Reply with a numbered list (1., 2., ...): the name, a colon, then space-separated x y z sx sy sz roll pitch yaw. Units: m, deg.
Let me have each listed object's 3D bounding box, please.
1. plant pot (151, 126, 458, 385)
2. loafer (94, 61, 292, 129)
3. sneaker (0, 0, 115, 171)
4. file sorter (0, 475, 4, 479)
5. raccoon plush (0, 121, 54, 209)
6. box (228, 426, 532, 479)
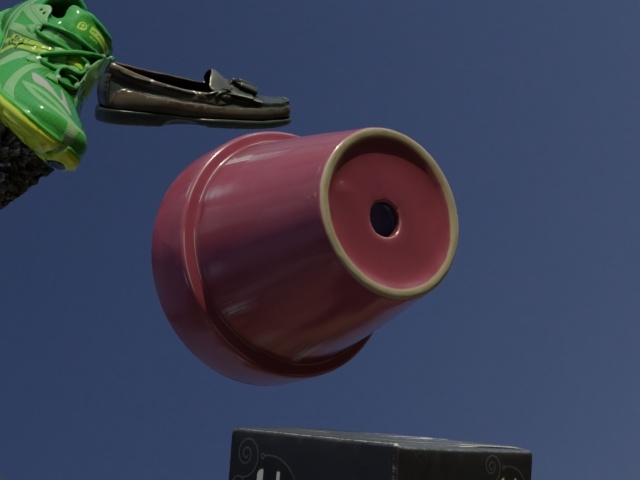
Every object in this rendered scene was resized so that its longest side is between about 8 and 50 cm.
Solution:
1. plant pot: 0.000 0.000 1.082 0.201 0.180 0.201 12 -110 -35
2. loafer: -0.163 -0.193 1.874 0.267 0.096 0.084 -1 -78 -20
3. sneaker: -0.273 -0.179 1.434 0.123 0.295 0.109 -35 -52 10
4. file sorter: -0.466 0.304 1.377 0.278 0.193 0.173 -29 -61 10
5. raccoon plush: -0.453 -0.143 1.528 0.216 0.446 0.299 -26 -71 20
6. box: 0.033 0.267 0.953 0.143 0.165 0.270 10 -98 -43
